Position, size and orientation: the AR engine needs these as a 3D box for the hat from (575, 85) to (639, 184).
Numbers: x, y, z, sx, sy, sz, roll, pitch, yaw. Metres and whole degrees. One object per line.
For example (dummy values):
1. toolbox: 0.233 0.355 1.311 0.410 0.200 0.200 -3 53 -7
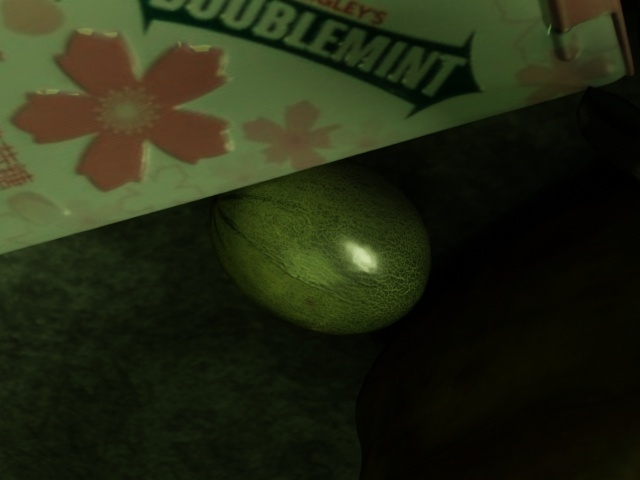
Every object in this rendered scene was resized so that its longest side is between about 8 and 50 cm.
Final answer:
1. hat: 0.274 0.078 0.585 0.381 0.257 0.366 6 180 -32

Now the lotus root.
1. lotus root: 0.166 0.153 0.783 0.250 0.316 0.316 -23 135 32

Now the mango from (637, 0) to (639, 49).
1. mango: 0.253 -0.081 0.686 0.237 0.091 0.137 14 132 -15

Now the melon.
1. melon: 0.000 0.000 0.737 0.130 0.098 0.098 28 127 -25

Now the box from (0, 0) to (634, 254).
1. box: -0.060 -0.110 0.610 0.369 0.112 0.190 -13 137 10
